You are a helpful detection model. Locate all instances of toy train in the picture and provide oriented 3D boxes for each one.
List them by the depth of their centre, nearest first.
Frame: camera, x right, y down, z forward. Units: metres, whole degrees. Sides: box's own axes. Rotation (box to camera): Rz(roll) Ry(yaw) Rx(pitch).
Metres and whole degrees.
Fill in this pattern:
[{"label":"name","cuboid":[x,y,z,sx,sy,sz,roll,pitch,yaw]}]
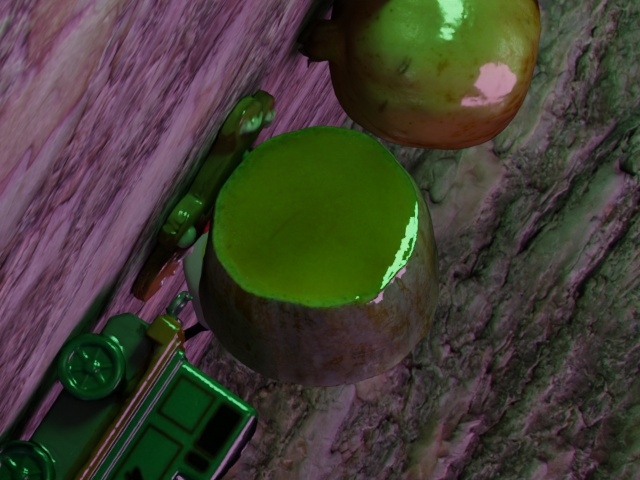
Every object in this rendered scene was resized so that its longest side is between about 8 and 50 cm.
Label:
[{"label":"toy train","cuboid":[-0.245,0.265,1.913,0.429,0.249,0.178,-57,178,-8]}]

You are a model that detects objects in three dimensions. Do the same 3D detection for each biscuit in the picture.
[{"label":"biscuit","cuboid":[-0.155,-0.052,2.111,0.339,0.047,0.216,-58,177,14]}]

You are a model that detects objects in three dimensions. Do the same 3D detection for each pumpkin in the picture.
[{"label":"pumpkin","cuboid":[0.000,0.000,2.019,0.332,0.332,0.199,-56,159,-30]}]

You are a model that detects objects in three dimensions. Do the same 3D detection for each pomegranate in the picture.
[{"label":"pomegranate","cuboid":[0.138,-0.283,2.169,0.342,0.342,0.342,-57,178,-3]}]

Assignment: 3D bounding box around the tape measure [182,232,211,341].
[{"label":"tape measure","cuboid":[-0.166,0.052,2.353,0.351,0.215,0.098,-13,-176,8]}]
